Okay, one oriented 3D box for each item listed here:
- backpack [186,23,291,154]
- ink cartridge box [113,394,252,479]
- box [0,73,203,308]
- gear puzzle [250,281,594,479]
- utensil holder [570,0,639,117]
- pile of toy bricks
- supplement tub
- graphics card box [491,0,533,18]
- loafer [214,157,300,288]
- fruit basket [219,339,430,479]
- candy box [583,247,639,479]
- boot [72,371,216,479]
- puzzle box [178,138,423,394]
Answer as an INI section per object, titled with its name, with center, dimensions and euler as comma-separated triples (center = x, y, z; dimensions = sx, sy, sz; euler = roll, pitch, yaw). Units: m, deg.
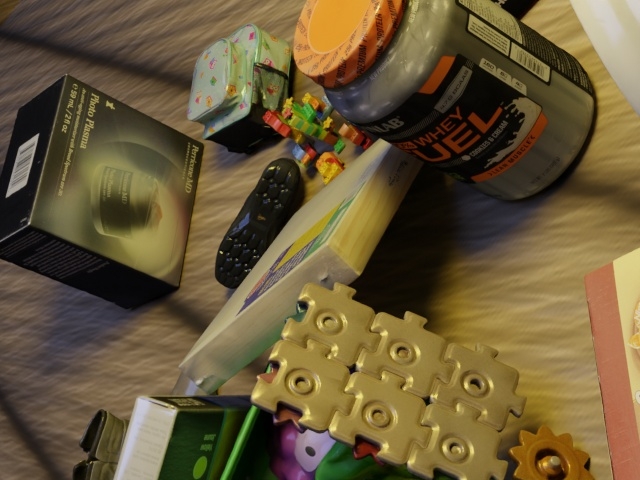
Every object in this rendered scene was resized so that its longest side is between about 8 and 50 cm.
[backpack]
center = -0.129, -0.259, 1.833
dimensions = 0.166, 0.144, 0.188
euler = -24, 47, 53
[ink cartridge box]
center = -0.159, 0.338, 1.342
dimensions = 0.072, 0.304, 0.307
euler = 14, 89, 24
[box]
center = -0.383, -0.079, 1.929
dimensions = 0.183, 0.294, 0.296
euler = -22, 53, 44
[gear puzzle]
center = 0.109, 0.167, 1.100
dimensions = 0.044, 0.339, 0.175
euler = 109, -175, -50
[utensil holder]
center = 0.431, -0.252, 0.870
dimensions = 0.385, 0.328, 0.327
euler = -36, 42, 35
[pile of toy bricks]
center = -0.016, -0.169, 1.644
dimensions = 0.118, 0.105, 0.212
euler = -54, 34, 16
[supplement tub]
center = 0.137, -0.185, 1.245
dimensions = 0.193, 0.316, 0.193
euler = -34, 44, 40
[graphics card box]
center = 0.163, -0.334, 1.512
dimensions = 0.371, 0.094, 0.232
euler = -46, 38, 25
[loafer]
center = -0.091, -0.025, 1.700
dimensions = 0.223, 0.076, 0.078
euler = -61, -4, 18
[fruit basket]
center = 0.028, 0.302, 1.160
dimensions = 0.392, 0.283, 0.392
euler = -58, 17, 30
[candy box]
center = 0.324, 0.136, 0.771
dimensions = 0.087, 0.316, 0.182
euler = -33, 45, 41
[boot]
center = -0.258, 0.276, 1.643
dimensions = 0.083, 0.161, 0.246
euler = 8, 76, 56
[puzzle box]
center = 0.000, 0.000, 1.376
dimensions = 0.272, 0.052, 0.409
euler = -39, 9, 33
